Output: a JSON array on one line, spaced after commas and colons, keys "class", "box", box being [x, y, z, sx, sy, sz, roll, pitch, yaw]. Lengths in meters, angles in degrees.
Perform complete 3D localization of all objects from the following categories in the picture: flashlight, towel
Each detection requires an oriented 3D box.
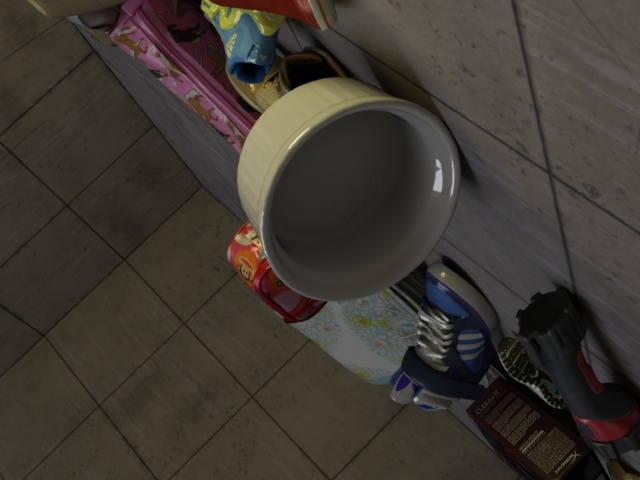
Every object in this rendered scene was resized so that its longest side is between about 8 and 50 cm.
[{"class": "flashlight", "box": [0.379, 0.190, 1.359, 0.304, 0.103, 0.103, 56, -158, -33]}, {"class": "towel", "box": [0.118, 0.171, 2.024, 0.320, 0.090, 0.374, 42, 141, -20]}]

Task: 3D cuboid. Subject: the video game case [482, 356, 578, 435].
[{"class": "video game case", "box": [0.442, 0.344, 2.049, 0.275, 0.035, 0.248, 43, 172, 25]}]

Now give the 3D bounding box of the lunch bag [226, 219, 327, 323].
[{"class": "lunch bag", "box": [0.000, 0.000, 1.645, 0.120, 0.293, 0.258, 43, 176, 33]}]

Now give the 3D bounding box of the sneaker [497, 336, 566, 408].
[{"class": "sneaker", "box": [0.383, 0.243, 1.730, 0.162, 0.063, 0.073, 46, 176, 3]}]

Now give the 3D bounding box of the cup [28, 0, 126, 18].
[{"class": "cup", "box": [-0.368, -0.466, 1.386, 0.331, 0.237, 0.331, 45, 172, 8]}]

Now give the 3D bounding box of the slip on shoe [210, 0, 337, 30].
[{"class": "slip on shoe", "box": [-0.096, -0.325, 1.163, 0.331, 0.101, 0.123, 38, 168, 38]}]

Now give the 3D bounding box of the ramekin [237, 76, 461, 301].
[{"class": "ramekin", "box": [0.028, -0.073, 1.213, 0.277, 0.277, 0.135, 52, 178, -39]}]

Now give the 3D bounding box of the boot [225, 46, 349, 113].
[{"class": "boot", "box": [-0.046, -0.234, 1.394, 0.262, 0.095, 0.203, 42, 173, 13]}]

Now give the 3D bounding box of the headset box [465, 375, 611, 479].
[{"class": "headset box", "box": [0.437, 0.421, 1.916, 0.293, 0.110, 0.218, 39, 169, 48]}]

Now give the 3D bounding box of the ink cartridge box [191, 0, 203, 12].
[{"class": "ink cartridge box", "box": [-0.290, -0.430, 1.749, 0.140, 0.082, 0.190, 49, 171, -20]}]

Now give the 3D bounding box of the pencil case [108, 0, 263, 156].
[{"class": "pencil case", "box": [-0.182, -0.274, 1.612, 0.386, 0.160, 0.167, 44, 150, -15]}]

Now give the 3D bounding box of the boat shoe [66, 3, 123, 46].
[{"class": "boat shoe", "box": [-0.377, -0.406, 1.656, 0.103, 0.113, 0.302, 35, -174, -2]}]

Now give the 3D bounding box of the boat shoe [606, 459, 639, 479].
[{"class": "boat shoe", "box": [0.602, 0.481, 1.807, 0.063, 0.059, 0.170, 54, -170, -34]}]

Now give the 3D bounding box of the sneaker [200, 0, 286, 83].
[{"class": "sneaker", "box": [-0.120, -0.287, 1.337, 0.091, 0.126, 0.240, 7, -174, -21]}]

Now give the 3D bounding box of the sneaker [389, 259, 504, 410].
[{"class": "sneaker", "box": [0.214, 0.205, 1.775, 0.130, 0.236, 0.323, 39, 171, 40]}]
